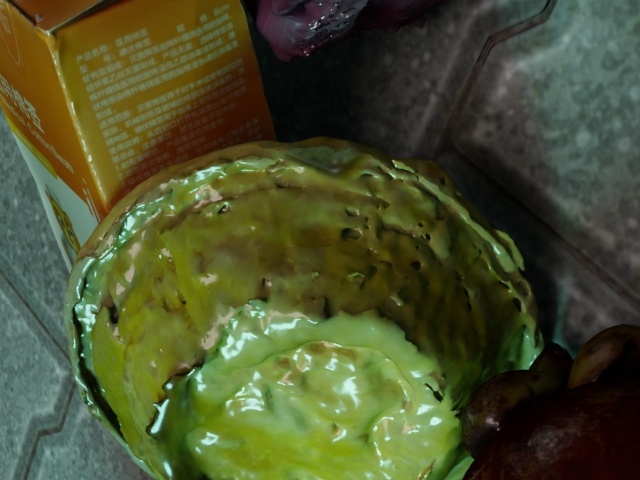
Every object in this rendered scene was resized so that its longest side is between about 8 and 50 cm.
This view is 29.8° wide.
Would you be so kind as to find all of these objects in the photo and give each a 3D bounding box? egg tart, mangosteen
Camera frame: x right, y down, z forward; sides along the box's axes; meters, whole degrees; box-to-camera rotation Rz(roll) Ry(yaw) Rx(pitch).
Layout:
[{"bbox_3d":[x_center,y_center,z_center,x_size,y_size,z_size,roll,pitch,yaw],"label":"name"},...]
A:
[{"bbox_3d":[-0.007,0.097,0.820,0.132,0.345,0.345,-97,25,-58],"label":"egg tart"},{"bbox_3d":[0.176,0.159,0.734,0.215,0.215,0.257,-53,30,38],"label":"mangosteen"}]

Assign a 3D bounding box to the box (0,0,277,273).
[{"bbox_3d":[-0.141,-0.080,0.924,0.225,0.143,0.341,39,150,46],"label":"box"}]

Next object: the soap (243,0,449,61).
[{"bbox_3d":[0.065,-0.242,0.734,0.127,0.220,0.325,63,157,7],"label":"soap"}]
